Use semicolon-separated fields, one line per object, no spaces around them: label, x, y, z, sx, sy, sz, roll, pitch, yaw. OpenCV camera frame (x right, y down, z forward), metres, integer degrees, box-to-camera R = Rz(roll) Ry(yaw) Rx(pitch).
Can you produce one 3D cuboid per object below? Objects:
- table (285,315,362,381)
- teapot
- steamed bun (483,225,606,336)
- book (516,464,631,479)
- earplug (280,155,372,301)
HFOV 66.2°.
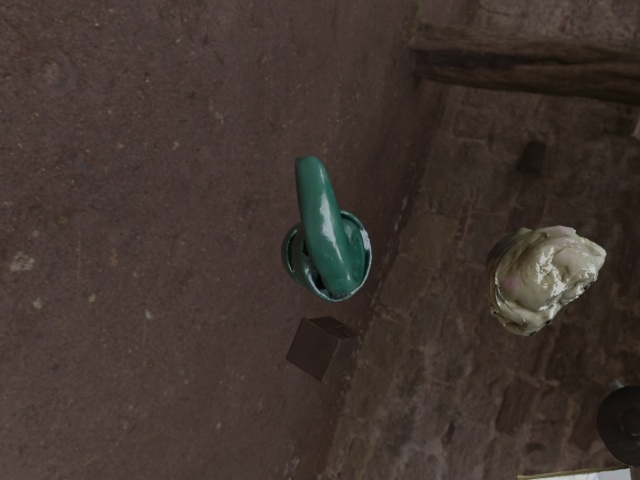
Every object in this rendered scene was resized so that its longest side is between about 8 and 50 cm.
table;0.014;0.382;1.782;0.193;0.173;0.169;7;107;-60
teapot;0.805;0.461;1.202;0.200;0.270;0.337;-41;127;20
steamed bun;0.510;0.072;1.186;0.280;0.207;0.267;-20;151;-53
book;0.612;0.649;1.170;0.026;0.290;0.201;164;-79;-84
earplug;-0.007;0.003;0.858;0.258;0.280;0.163;33;69;-24
